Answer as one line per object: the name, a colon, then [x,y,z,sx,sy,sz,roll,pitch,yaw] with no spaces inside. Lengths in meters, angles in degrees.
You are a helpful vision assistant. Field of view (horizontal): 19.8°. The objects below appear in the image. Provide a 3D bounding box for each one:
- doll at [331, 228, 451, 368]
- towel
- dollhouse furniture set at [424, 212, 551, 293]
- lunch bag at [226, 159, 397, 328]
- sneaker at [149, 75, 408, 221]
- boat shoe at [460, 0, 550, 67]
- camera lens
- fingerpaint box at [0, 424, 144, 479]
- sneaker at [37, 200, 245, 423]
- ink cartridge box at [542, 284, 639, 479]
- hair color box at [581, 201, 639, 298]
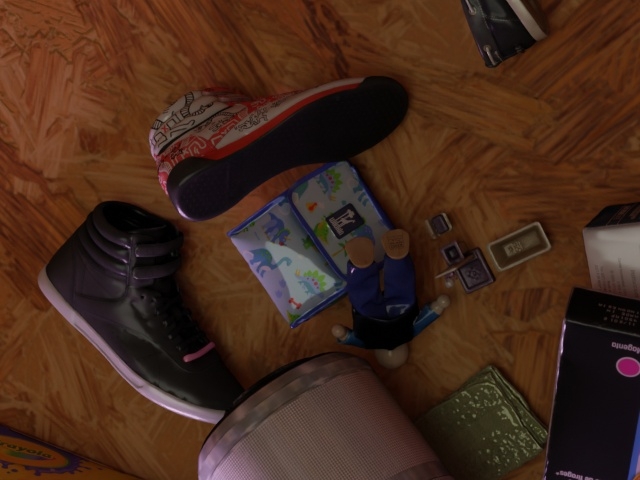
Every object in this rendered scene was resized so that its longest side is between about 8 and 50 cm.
doll: [0.072,0.070,1.905,0.129,0.046,0.189,-12,137,-5]
towel: [0.163,0.210,1.954,0.148,0.027,0.110,-39,86,24]
dollhouse furniture set: [0.166,0.002,1.875,0.114,0.081,0.091,-26,91,25]
lunch bag: [0.000,0.000,1.943,0.151,0.096,0.129,-34,88,11]
sneaker: [-0.052,-0.130,1.929,0.270,0.145,0.090,-26,130,-4]
boat shoe: [0.135,-0.282,1.823,0.079,0.084,0.233,-32,91,25]
camera lens: [0.021,0.270,1.896,0.219,0.219,0.274,-47,67,24]
fingerpaint box: [-0.264,0.463,2.115,0.444,0.163,0.371,19,109,17]
sneaker: [-0.174,0.072,2.020,0.295,0.104,0.147,39,119,15]
ink cartridge box: [0.309,0.217,1.795,0.175,0.069,0.371,11,130,12]
hair color box: [0.441,0.039,1.754,0.347,0.105,0.174,-6,102,24]
